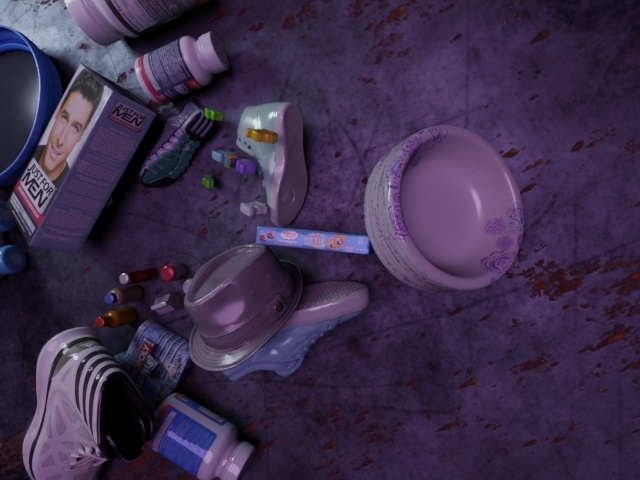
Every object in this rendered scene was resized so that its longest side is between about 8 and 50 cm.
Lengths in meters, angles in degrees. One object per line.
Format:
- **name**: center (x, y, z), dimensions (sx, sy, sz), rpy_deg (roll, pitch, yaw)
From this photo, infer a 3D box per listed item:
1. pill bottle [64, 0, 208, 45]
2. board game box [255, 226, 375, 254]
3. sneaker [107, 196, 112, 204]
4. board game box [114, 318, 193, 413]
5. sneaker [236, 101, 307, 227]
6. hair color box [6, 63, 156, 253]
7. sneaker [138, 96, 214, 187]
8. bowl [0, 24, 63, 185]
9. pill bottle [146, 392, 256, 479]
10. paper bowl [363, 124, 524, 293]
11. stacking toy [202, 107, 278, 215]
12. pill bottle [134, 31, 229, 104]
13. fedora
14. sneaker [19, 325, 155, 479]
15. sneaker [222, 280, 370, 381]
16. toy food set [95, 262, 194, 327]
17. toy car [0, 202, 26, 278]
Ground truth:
- **pill bottle**: center (-0.391, -0.548, 0.921), dimensions (0.282, 0.161, 0.162), rpy_deg (-19, 86, 12)
- **board game box**: center (0.000, 0.000, 0.840), dimensions (0.211, 0.160, 0.039), rpy_deg (4, 91, 12)
- **sneaker**: center (-0.536, -0.121, 1.022), dimensions (0.031, 0.035, 0.083), rpy_deg (-45, 82, 9)
- **board game box**: center (-0.410, 0.293, 0.987), dimensions (0.194, 0.060, 0.194), rpy_deg (27, 96, 10)
- **sneaker**: center (-0.111, -0.163, 0.912), dimensions (0.151, 0.094, 0.256), rpy_deg (15, 110, 37)
- **hair color box**: center (-0.544, -0.179, 0.955), dimensions (0.185, 0.113, 0.375), rpy_deg (38, 98, 32)
- **sneaker**: center (-0.337, -0.220, 0.970), dimensions (0.223, 0.083, 0.098), rpy_deg (-43, 57, 8)
- **bowl**: center (-0.793, -0.318, 1.036), dimensions (0.390, 0.077, 0.392), rpy_deg (-1, 86, 19)
- **pill bottle**: center (-0.258, 0.438, 0.921), dimensions (0.221, 0.124, 0.125), rpy_deg (26, 96, 12)
- **paper bowl**: center (0.209, -0.048, 0.764), dimensions (0.283, 0.148, 0.285), rpy_deg (4, 78, -21)
- **stacking toy**: center (-0.176, -0.167, 0.879), dimensions (0.221, 0.052, 0.167), rpy_deg (32, 122, 38)
- **pill bottle**: center (-0.299, -0.380, 0.929), dimensions (0.179, 0.108, 0.108), rpy_deg (-18, 87, 12)
- **fedora**: center (-0.167, 0.101, 0.824), dimensions (0.275, 0.243, 0.124), rpy_deg (-43, 122, -26)
- **sneaker**: center (-0.481, 0.429, 0.879), dimensions (0.257, 0.169, 0.448), rpy_deg (27, 114, 33)
- **sneaker**: center (-0.055, 0.196, 0.886), dimensions (0.365, 0.135, 0.150), rpy_deg (-20, 104, 15)
- **toy food set**: center (-0.390, 0.119, 0.957), dimensions (0.232, 0.104, 0.111), rpy_deg (-19, 87, 12)
- **toy car**: center (-0.892, 0.015, 1.000), dimensions (0.218, 0.238, 0.211), rpy_deg (-12, 88, 13)
